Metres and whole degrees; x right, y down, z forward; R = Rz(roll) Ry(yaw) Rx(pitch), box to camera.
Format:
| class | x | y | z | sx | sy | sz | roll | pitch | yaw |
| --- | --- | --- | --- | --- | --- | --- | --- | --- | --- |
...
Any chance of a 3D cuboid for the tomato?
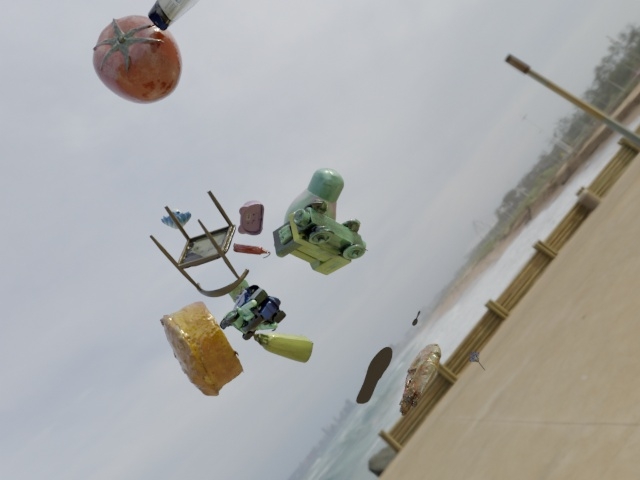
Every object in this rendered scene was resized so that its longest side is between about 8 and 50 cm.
| class | x | y | z | sx | sy | sz | roll | pitch | yaw |
| --- | --- | --- | --- | --- | --- | --- | --- | --- | --- |
| tomato | -0.560 | -0.556 | 1.622 | 0.265 | 0.265 | 0.265 | -47 | -15 | -16 |

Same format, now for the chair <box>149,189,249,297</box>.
| class | x | y | z | sx | sy | sz | roll | pitch | yaw |
| --- | --- | --- | --- | --- | --- | --- | --- | --- | --- |
| chair | -0.342 | 0.018 | 1.531 | 0.188 | 0.272 | 0.166 | -16 | 35 | 15 |

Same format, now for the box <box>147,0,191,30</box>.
| class | x | y | z | sx | sy | sz | roll | pitch | yaw |
| --- | --- | --- | --- | --- | --- | --- | --- | --- | --- |
| box | -0.362 | -0.689 | 1.420 | 0.259 | 0.071 | 0.168 | -7 | 42 | 53 |

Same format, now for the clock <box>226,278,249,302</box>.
| class | x | y | z | sx | sy | sz | roll | pitch | yaw |
| --- | --- | --- | --- | --- | --- | --- | --- | --- | --- |
| clock | -0.365 | 0.246 | 2.384 | 0.101 | 0.134 | 0.041 | -26 | 13 | -9 |

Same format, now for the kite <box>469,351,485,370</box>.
| class | x | y | z | sx | sy | sz | roll | pitch | yaw |
| --- | --- | --- | --- | --- | --- | --- | --- | --- | --- |
| kite | 0.549 | 0.427 | 1.832 | 0.044 | 0.078 | 0.002 | -25 | -32 | 24 |

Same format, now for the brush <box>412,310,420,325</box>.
| class | x | y | z | sx | sy | sz | roll | pitch | yaw |
| --- | --- | --- | --- | --- | --- | --- | --- | --- | --- |
| brush | 0.430 | 0.349 | 2.322 | 0.008 | 0.024 | 0.083 | -108 | 33 | -63 |

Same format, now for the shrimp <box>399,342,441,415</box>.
| class | x | y | z | sx | sy | sz | roll | pitch | yaw |
| --- | --- | --- | --- | --- | --- | --- | --- | --- | --- |
| shrimp | 0.324 | 0.467 | 1.748 | 0.294 | 0.062 | 0.154 | -50 | 5 | -39 |

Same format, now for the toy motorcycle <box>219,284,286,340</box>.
| class | x | y | z | sx | sy | sz | roll | pitch | yaw |
| --- | --- | --- | --- | --- | --- | --- | --- | --- | --- |
| toy motorcycle | -0.237 | 0.237 | 1.782 | 0.196 | 0.125 | 0.331 | -49 | 17 | -25 |

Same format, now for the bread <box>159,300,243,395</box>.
| class | x | y | z | sx | sy | sz | roll | pitch | yaw |
| --- | --- | --- | --- | --- | --- | --- | --- | --- | --- |
| bread | -0.485 | 0.426 | 2.090 | 0.215 | 0.398 | 0.398 | -30 | -20 | -16 |

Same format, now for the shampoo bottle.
| class | x | y | z | sx | sy | sz | roll | pitch | yaw |
| --- | --- | --- | --- | --- | --- | --- | --- | --- | --- |
| shampoo bottle | -0.017 | -0.151 | 2.266 | 0.151 | 0.222 | 0.349 | -103 | 37 | -70 |

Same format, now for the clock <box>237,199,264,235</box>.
| class | x | y | z | sx | sy | sz | roll | pitch | yaw |
| --- | --- | --- | --- | --- | --- | --- | --- | --- | --- |
| clock | -0.299 | -0.097 | 2.194 | 0.110 | 0.050 | 0.152 | -3 | -60 | -22 |

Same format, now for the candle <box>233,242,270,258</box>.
| class | x | y | z | sx | sy | sz | roll | pitch | yaw |
| --- | --- | --- | --- | --- | --- | --- | --- | --- | --- |
| candle | -0.291 | 0.044 | 2.200 | 0.053 | 0.162 | 0.048 | 38 | -119 | -83 |

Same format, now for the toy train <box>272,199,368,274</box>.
| class | x | y | z | sx | sy | sz | roll | pitch | yaw |
| --- | --- | --- | --- | --- | --- | --- | --- | --- | --- |
| toy train | 0.000 | 0.000 | 1.991 | 0.253 | 0.160 | 0.397 | -31 | -35 | 28 |

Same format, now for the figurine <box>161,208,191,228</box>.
| class | x | y | z | sx | sy | sz | roll | pitch | yaw |
| --- | --- | --- | --- | --- | --- | --- | --- | --- | --- |
| figurine | -0.524 | -0.082 | 1.889 | 0.115 | 0.078 | 0.114 | -6 | -9 | -1 |

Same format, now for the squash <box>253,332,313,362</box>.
| class | x | y | z | sx | sy | sz | roll | pitch | yaw |
| --- | --- | --- | --- | --- | --- | --- | --- | --- | --- |
| squash | -0.190 | 0.477 | 2.405 | 0.137 | 0.288 | 0.137 | -163 | 90 | -71 |

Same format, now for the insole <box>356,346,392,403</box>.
| class | x | y | z | sx | sy | sz | roll | pitch | yaw |
| --- | --- | --- | --- | --- | --- | --- | --- | --- | --- |
| insole | 0.243 | 0.613 | 2.353 | 0.109 | 0.007 | 0.321 | 11 | -69 | -28 |
